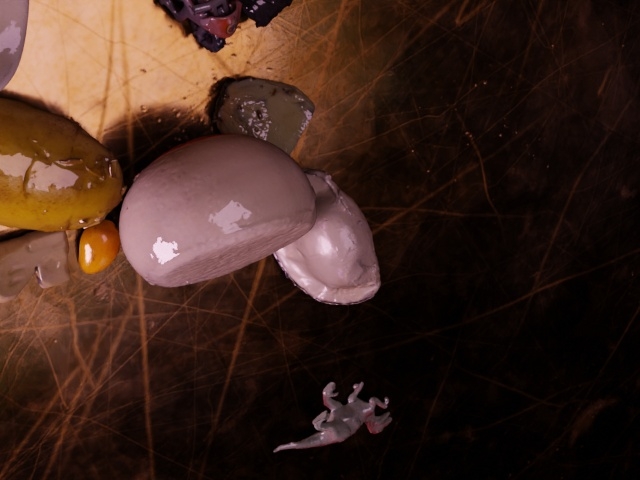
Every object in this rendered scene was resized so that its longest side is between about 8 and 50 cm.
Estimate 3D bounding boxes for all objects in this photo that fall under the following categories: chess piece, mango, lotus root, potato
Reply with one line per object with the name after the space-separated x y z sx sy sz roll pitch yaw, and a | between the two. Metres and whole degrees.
-0.449 0.044 1.056 0.200 0.090 0.090 -22 116 -32 | chess piece
-0.331 0.011 1.120 0.060 0.046 0.089 22 109 -29 | mango
-0.091 -0.184 1.158 0.144 0.070 0.143 21 96 -31 | lotus root
-0.408 -0.097 0.987 0.300 0.140 0.173 8 105 -22 | potato

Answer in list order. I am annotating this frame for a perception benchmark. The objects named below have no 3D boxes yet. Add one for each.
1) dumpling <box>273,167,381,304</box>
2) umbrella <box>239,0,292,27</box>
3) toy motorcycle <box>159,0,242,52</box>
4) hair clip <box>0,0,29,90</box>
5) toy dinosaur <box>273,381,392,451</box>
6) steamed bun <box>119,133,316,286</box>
0.000 0.000 1.242 0.172 0.142 0.247 -22 105 15 | dumpling
-0.005 -0.451 1.098 0.090 0.094 0.326 40 86 -13 | umbrella
-0.173 -0.357 1.030 0.084 0.118 0.213 -38 120 -22 | toy motorcycle
-0.437 -0.321 0.910 0.172 0.113 0.282 -9 110 -24 | hair clip
0.026 0.352 1.410 0.242 0.053 0.167 -34 126 -23 | toy dinosaur
-0.153 -0.055 1.071 0.282 0.283 0.177 -20 82 -20 | steamed bun
